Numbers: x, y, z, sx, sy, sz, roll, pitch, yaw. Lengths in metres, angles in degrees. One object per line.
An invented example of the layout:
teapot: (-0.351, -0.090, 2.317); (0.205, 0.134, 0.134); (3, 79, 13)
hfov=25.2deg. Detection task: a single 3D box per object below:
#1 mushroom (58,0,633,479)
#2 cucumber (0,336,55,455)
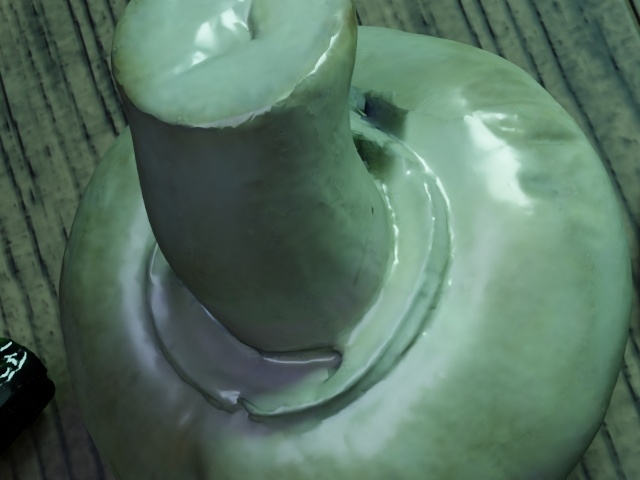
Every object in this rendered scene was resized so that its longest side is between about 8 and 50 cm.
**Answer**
mushroom: (0.003, 0.000, 0.778); (0.315, 0.315, 0.356); (-8, 110, 14)
cucumber: (-0.263, 0.143, 0.844); (0.074, 0.074, 0.241); (33, 52, 20)
